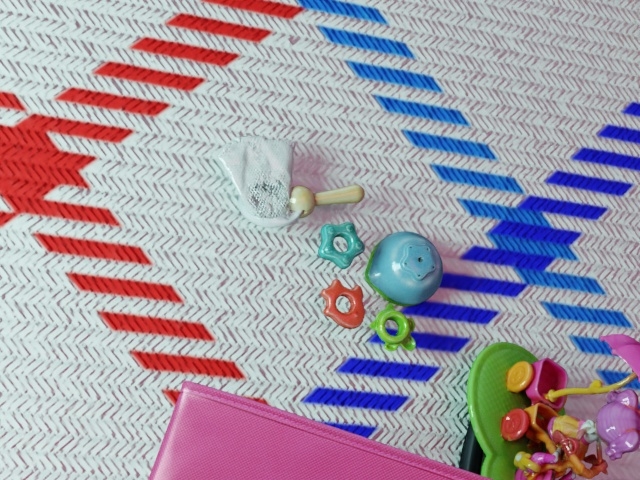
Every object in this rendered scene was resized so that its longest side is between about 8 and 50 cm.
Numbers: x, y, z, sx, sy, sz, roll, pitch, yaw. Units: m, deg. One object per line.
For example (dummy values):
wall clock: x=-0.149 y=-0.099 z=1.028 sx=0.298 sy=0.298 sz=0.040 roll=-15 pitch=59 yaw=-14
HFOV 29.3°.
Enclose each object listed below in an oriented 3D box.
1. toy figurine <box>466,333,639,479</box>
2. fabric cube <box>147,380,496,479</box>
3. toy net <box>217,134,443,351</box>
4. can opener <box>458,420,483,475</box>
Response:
toy figurine: x=0.220 y=0.146 z=1.021 sx=0.130 sy=0.159 sz=0.173 roll=35 pitch=51 yaw=-27
fabric cube: x=-0.009 y=0.281 z=0.841 sx=0.254 sy=0.259 sz=0.258 roll=16 pitch=70 yaw=7
toy net: x=0.000 y=0.000 z=1.069 sx=0.232 sy=0.045 sz=0.122 roll=33 pitch=69 yaw=-8
can opener: x=0.135 y=0.236 z=1.049 sx=0.059 sy=0.073 sz=0.186 roll=25 pitch=59 yaw=-7
